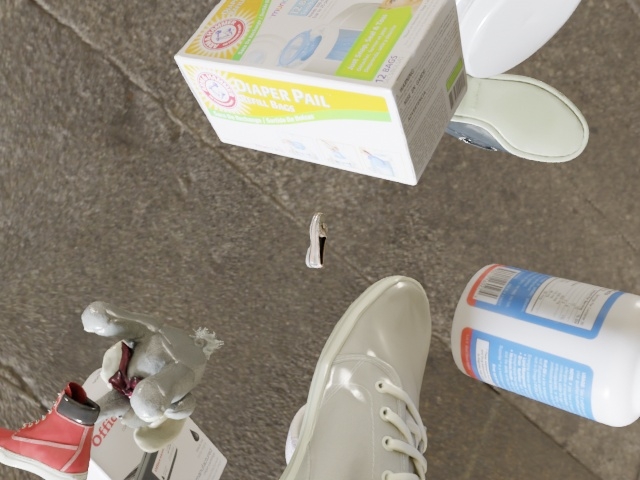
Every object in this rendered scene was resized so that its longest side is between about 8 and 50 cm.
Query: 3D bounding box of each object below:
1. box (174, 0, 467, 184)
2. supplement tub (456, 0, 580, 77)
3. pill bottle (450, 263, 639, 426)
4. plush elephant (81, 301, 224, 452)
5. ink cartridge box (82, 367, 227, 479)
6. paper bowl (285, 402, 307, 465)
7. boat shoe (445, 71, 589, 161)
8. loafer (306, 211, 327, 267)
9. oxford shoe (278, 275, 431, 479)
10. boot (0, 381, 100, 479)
[{"bbox_3d":[0.002,-0.137,0.570,0.114,0.203,0.103,-59,148,-24],"label":"box"},{"bbox_3d":[0.153,-0.342,0.793,0.191,0.191,0.272,-23,66,-27],"label":"supplement tub"},{"bbox_3d":[0.250,0.103,0.660,0.124,0.221,0.124,-18,115,-45],"label":"pill bottle"},{"bbox_3d":[-0.373,0.296,1.422,0.272,0.330,0.255,47,107,19],"label":"plush elephant"},{"bbox_3d":[-0.443,0.527,1.665,0.395,0.166,0.285,56,31,-21],"label":"ink cartridge box"},{"bbox_3d":[0.048,0.565,1.830,0.284,0.284,0.148,-13,134,-28],"label":"paper bowl"},{"bbox_3d":[0.282,-0.220,1.169,0.340,0.113,0.127,11,100,-8],"label":"boat shoe"},{"bbox_3d":[0.000,0.000,1.534,0.045,0.039,0.125,14,84,-50],"label":"loafer"},{"bbox_3d":[0.051,0.216,0.683,0.169,0.130,0.449,56,42,-28],"label":"oxford shoe"},{"bbox_3d":[-0.526,0.345,1.312,0.088,0.244,0.176,19,81,-66],"label":"boot"}]
